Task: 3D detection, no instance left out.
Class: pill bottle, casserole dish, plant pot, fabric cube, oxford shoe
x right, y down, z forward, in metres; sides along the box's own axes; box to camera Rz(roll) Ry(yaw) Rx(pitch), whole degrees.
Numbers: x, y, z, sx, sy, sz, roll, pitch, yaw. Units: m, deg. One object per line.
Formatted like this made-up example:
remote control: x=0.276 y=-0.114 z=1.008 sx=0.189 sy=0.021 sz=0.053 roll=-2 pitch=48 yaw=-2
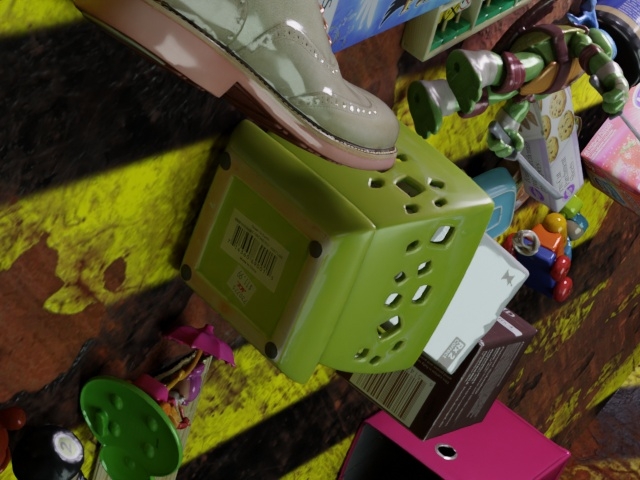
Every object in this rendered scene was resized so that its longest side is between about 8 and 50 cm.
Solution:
pill bottle: x=0.447 y=-0.312 z=2.081 sx=0.219 sy=0.123 sz=0.123 roll=-42 pitch=155 yaw=-25
casserole dish: x=0.198 y=-0.027 z=2.064 sx=0.188 sy=0.037 sz=0.114 roll=-25 pitch=139 yaw=-28
plant pot: x=0.000 y=0.000 z=1.562 sx=0.207 sy=0.228 sz=0.227 roll=-12 pitch=134 yaw=-47
fabric cube: x=0.196 y=0.400 z=2.450 sx=0.258 sy=0.254 sz=0.259 roll=-24 pitch=144 yaw=-48
oxford shoe: x=-0.028 y=-0.169 z=1.303 sx=0.397 sy=0.140 sz=0.146 roll=27 pitch=94 yaw=-55

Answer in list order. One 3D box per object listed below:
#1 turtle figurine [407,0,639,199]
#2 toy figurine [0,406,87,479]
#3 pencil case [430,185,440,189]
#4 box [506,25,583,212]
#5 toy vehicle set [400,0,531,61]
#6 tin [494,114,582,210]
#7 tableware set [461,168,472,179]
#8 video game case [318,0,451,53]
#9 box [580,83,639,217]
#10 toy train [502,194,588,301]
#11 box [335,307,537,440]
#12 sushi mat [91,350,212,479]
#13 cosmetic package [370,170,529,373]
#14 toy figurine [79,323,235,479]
turtle figurine: x=0.254 y=-0.144 z=1.783 sx=0.266 sy=0.198 sz=0.274 roll=-9 pitch=110 yaw=-30
toy figurine: x=-0.311 y=0.219 z=1.293 sx=0.209 sy=0.213 sz=0.148 roll=-38 pitch=143 yaw=-27
pencil case: x=0.104 y=0.000 z=1.934 sx=0.206 sy=0.086 sz=0.088 roll=-49 pitch=-170 yaw=-6
box: x=0.295 y=-0.157 z=2.036 sx=0.067 sy=0.063 sz=0.324 roll=-45 pitch=148 yaw=-16
toy vehicle set: x=0.201 y=-0.318 z=1.716 sx=0.267 sy=0.035 sz=0.166 roll=-33 pitch=150 yaw=-39
tin: x=0.302 y=-0.114 z=2.200 sx=0.190 sy=0.040 sz=0.106 roll=-44 pitch=160 yaw=-18
tableware set: x=0.185 y=-0.019 z=2.109 sx=0.168 sy=0.020 sz=0.141 roll=-50 pitch=146 yaw=4
video game case: x=0.067 y=-0.307 z=1.448 sx=0.269 sy=0.061 sz=0.244 roll=-30 pitch=149 yaw=-43
box: x=0.563 y=-0.191 z=2.447 sx=0.300 sy=0.142 sz=0.154 roll=-52 pitch=157 yaw=-3
toy train: x=0.356 y=-0.018 z=2.368 sx=0.143 sy=0.105 sz=0.248 roll=-58 pitch=159 yaw=-15
box: x=0.162 y=0.154 z=2.144 sx=0.203 sy=0.168 sz=0.167 roll=-5 pitch=128 yaw=-61
sushi mat: x=-0.214 y=0.270 z=1.786 sx=0.151 sy=0.019 sz=0.316 roll=-27 pitch=145 yaw=-45
cosmetic package: x=0.108 y=0.031 z=1.784 sx=0.151 sy=0.184 sz=0.151 roll=40 pitch=85 yaw=-32
toy figurine: x=-0.156 y=0.165 z=1.634 sx=0.159 sy=0.130 sz=0.173 roll=-45 pitch=156 yaw=-41
